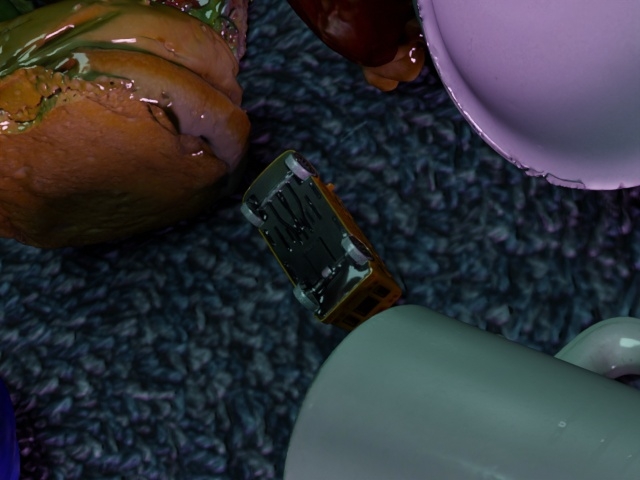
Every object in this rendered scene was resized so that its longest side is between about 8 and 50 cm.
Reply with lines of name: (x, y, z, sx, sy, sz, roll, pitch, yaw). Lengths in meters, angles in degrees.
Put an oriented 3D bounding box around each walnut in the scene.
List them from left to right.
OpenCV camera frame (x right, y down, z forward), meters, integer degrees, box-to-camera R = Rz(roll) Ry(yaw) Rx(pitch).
walnut: (0.045, -0.254, 1.395, 0.244, 0.221, 0.269, -53, 50, 43)

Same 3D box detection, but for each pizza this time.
pizza: (-0.128, -0.261, 1.608, 0.201, 0.053, 0.193, 16, 74, 40)

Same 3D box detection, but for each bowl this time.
bowl: (0.185, -0.218, 1.224, 0.345, 0.345, 0.157, -58, 26, -6)

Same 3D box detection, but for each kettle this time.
kettle: (0.173, 0.176, 1.077, 0.318, 0.265, 0.205, 17, 107, 40)

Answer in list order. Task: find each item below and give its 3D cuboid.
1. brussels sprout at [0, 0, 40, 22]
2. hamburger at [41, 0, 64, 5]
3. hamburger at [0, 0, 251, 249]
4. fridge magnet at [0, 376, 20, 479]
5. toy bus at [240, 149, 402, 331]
brussels sprout: (-0.377, -0.231, 1.713, 0.145, 0.131, 0.183, -42, 49, -1)
hamburger: (-0.253, -0.341, 1.672, 0.237, 0.149, 0.237, -11, 47, 13)
hamburger: (-0.213, -0.107, 1.425, 0.318, 0.318, 0.158, -19, 66, 25)
fridge magnet: (-0.375, 0.220, 1.464, 0.265, 0.112, 0.265, -16, 57, 27)
toy bus: (0.000, 0.000, 1.354, 0.069, 0.074, 0.162, -45, 50, 15)
